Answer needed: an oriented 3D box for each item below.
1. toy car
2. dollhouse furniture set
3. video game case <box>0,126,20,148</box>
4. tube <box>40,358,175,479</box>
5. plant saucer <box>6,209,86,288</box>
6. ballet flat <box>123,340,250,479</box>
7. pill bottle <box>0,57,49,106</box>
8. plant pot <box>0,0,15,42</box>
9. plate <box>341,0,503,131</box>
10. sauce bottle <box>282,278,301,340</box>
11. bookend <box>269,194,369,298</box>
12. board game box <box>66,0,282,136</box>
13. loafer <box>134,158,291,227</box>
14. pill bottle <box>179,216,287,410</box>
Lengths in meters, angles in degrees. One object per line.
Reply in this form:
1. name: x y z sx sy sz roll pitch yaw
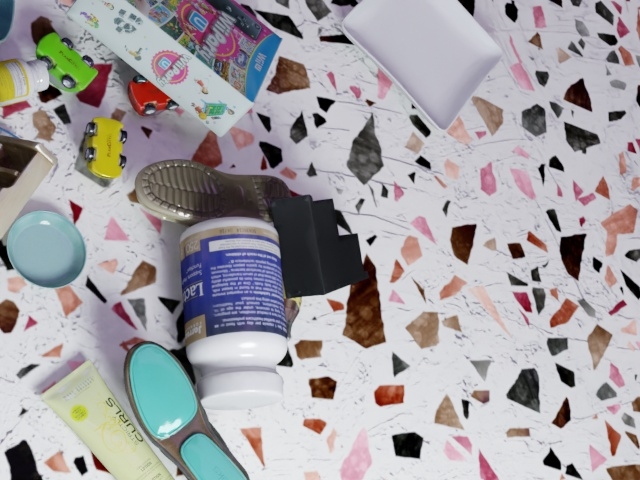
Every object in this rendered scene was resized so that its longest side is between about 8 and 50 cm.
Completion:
1. toy car: -0.346 -0.225 1.905 0.225 0.053 0.239 42 53 -11
2. dollhouse furniture set: -0.499 -0.123 1.648 0.242 0.212 0.161 48 66 -40
3. video game case: -0.526 -0.138 1.774 0.166 0.015 0.119 30 56 -19
4. tube: -0.283 0.284 1.727 0.240 0.062 0.070 52 12 2
5. plant saucer: -0.397 0.016 1.788 0.119 0.021 0.119 13 64 -28
6. ballet flat: -0.200 0.271 1.760 0.095 0.096 0.280 -32 94 -22
7. pill bottle: -0.461 -0.232 1.824 0.116 0.065 0.065 -21 82 -38
8. plant pot: -0.565 -0.408 1.731 0.195 0.290 0.290 -8 71 2
9. plate: 0.187 -0.368 2.320 0.278 0.045 0.277 45 52 -9
10. sauce bottle: -0.051 0.098 1.967 0.042 0.042 0.128 22 62 -24
11. bookend: 0.000 0.000 1.960 0.156 0.072 0.157 -18 100 -60
12. board game box: -0.224 -0.336 1.964 0.303 0.097 0.224 38 35 -16
13. loafer: -0.172 -0.058 1.921 0.268 0.092 0.102 8 65 -33
14. pill bottle: -0.127 0.111 1.840 0.153 0.153 0.265 7 66 -31
